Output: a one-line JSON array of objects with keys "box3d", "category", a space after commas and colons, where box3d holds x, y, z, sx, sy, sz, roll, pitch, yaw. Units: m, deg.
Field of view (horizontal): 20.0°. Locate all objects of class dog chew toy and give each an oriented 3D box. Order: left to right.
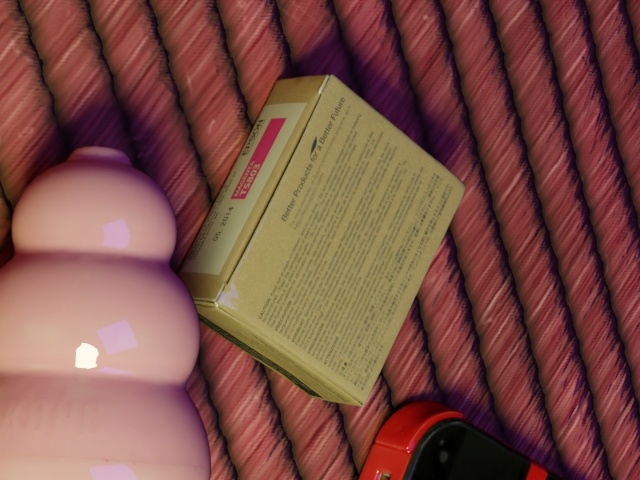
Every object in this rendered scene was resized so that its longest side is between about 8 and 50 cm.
[{"box3d": [-0.183, 0.092, 1.415, 0.206, 0.206, 0.332, 10, 79, -38], "category": "dog chew toy"}]

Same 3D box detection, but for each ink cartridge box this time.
[{"box3d": [0.000, 0.000, 1.615, 0.193, 0.088, 0.235, 37, 71, -32], "category": "ink cartridge box"}]

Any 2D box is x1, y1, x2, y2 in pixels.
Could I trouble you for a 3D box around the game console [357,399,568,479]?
[{"box3d": [0.125, 0.380, 1.761, 0.342, 0.060, 0.387, 34, 72, -39], "category": "game console"}]
